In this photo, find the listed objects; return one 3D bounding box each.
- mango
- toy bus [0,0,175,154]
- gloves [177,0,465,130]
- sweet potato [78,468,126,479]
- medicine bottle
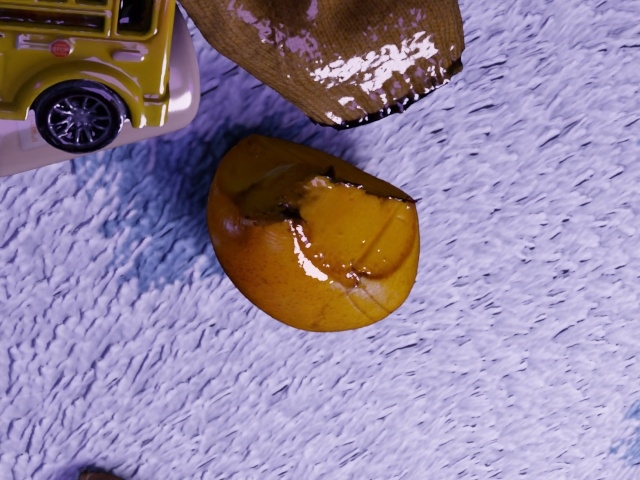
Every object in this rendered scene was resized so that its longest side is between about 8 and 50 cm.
[{"bbox_3d":[0.000,0.000,1.644,0.154,0.126,0.252,-50,143,0],"label":"mango"},{"bbox_3d":[-0.259,-0.161,1.264,0.331,0.145,0.151,4,130,-11],"label":"toy bus"},{"bbox_3d":[-0.019,-0.225,1.408,0.203,0.155,0.356,-26,139,5],"label":"gloves"},{"bbox_3d":[-0.131,0.327,1.878,0.114,0.092,0.341,-9,136,8],"label":"sweet potato"},{"bbox_3d":[-0.219,-0.105,1.419,0.252,0.114,0.114,-17,134,-18],"label":"medicine bottle"}]
